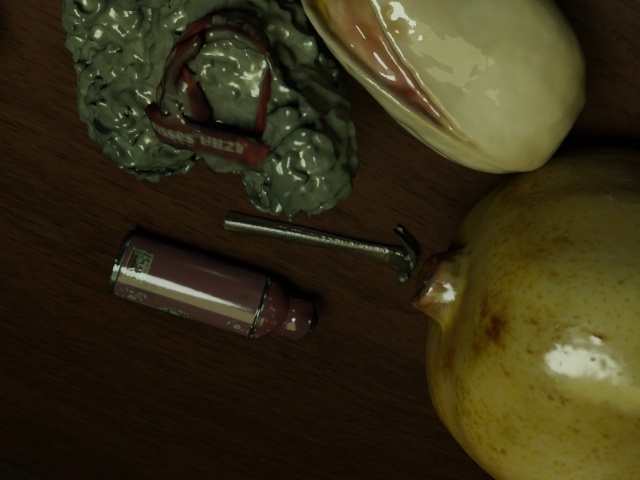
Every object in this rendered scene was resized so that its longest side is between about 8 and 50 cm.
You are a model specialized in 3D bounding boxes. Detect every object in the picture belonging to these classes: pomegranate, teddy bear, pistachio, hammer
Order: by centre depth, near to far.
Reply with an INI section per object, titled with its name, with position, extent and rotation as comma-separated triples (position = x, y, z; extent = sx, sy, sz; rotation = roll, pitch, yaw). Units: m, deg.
[pistachio]
position = 0.120, -0.182, 0.622
extent = 0.299, 0.187, 0.187
rotation = 35, 135, -16
[pomegranate]
position = 0.289, 0.090, 0.723
extent = 0.417, 0.416, 0.416
rotation = 8, 138, 7
[teddy bear]
position = -0.155, -0.154, 0.724
extent = 0.367, 0.224, 0.357
rotation = -28, 110, 40
[hammer]
position = 0.000, 0.001, 0.980
extent = 0.297, 0.027, 0.125
rotation = 11, 139, 4

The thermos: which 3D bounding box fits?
[thermos]
position = -0.166, 0.094, 1.065
extent = 0.330, 0.109, 0.136
rotation = 18, 138, -5
